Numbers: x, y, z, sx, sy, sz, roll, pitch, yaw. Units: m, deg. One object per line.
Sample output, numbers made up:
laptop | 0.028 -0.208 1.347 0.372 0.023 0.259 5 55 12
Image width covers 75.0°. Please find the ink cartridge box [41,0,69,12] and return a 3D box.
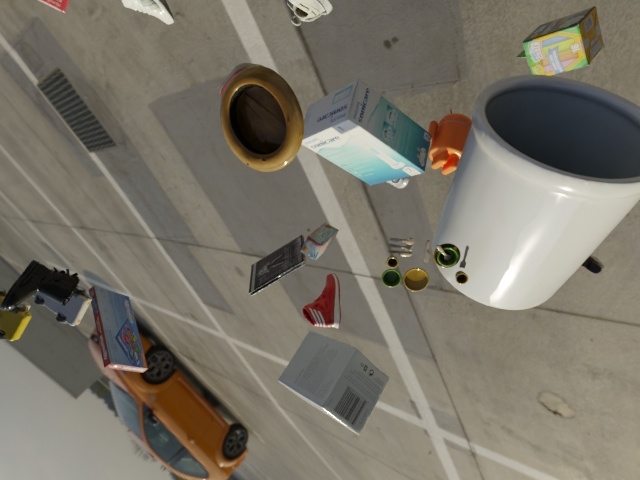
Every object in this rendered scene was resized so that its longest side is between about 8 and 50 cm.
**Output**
ink cartridge box | -0.381 -0.423 0.554 0.128 0.176 0.128 18 -165 -37

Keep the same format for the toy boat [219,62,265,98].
toy boat | -0.286 -0.566 1.614 0.231 0.151 0.150 -23 81 50

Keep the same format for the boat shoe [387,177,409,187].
boat shoe | 0.302 -0.267 1.761 0.076 0.083 0.226 6 -171 -11

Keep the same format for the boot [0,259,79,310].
boot | -0.562 0.104 0.846 0.099 0.121 0.045 30 140 -20

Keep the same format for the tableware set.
tableware set | 0.193 0.051 0.767 0.154 0.024 0.103 7 108 4

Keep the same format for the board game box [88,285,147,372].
board game box | -0.633 0.276 1.302 0.281 0.027 0.145 58 -170 32

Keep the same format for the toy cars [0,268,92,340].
toy cars | -0.791 0.180 1.169 0.395 0.176 0.087 -15 167 14

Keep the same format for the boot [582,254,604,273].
boot | 0.664 0.041 1.053 0.106 0.114 0.037 49 121 23

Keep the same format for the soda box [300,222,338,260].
soda box | 0.000 0.000 1.354 0.058 0.183 0.062 30 114 9

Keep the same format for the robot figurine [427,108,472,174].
robot figurine | 0.443 -0.331 1.399 0.158 0.219 0.128 13 162 25

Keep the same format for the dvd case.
dvd case | -0.146 0.082 1.409 0.221 0.164 0.018 -31 120 13

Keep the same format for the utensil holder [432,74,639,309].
utensil holder | 0.429 -0.085 0.866 0.328 0.327 0.385 29 145 20

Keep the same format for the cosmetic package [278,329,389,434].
cosmetic package | 0.031 0.335 1.006 0.184 0.151 0.151 6 145 52

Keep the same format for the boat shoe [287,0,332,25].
boat shoe | -0.060 -0.914 1.617 0.157 0.367 0.135 -37 100 20

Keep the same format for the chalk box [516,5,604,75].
chalk box | 0.728 -0.599 1.294 0.213 0.132 0.132 7 135 55

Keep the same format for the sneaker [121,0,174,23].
sneaker | -0.341 -0.463 0.793 0.053 0.061 0.152 66 -166 16

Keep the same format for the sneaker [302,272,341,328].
sneaker | 0.002 0.202 1.456 0.128 0.221 0.086 2 133 -7

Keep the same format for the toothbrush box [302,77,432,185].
toothbrush box | 0.124 -0.282 1.154 0.296 0.126 0.217 23 163 -33

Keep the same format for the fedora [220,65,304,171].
fedora | -0.099 -0.228 0.789 0.195 0.079 0.194 9 109 27
